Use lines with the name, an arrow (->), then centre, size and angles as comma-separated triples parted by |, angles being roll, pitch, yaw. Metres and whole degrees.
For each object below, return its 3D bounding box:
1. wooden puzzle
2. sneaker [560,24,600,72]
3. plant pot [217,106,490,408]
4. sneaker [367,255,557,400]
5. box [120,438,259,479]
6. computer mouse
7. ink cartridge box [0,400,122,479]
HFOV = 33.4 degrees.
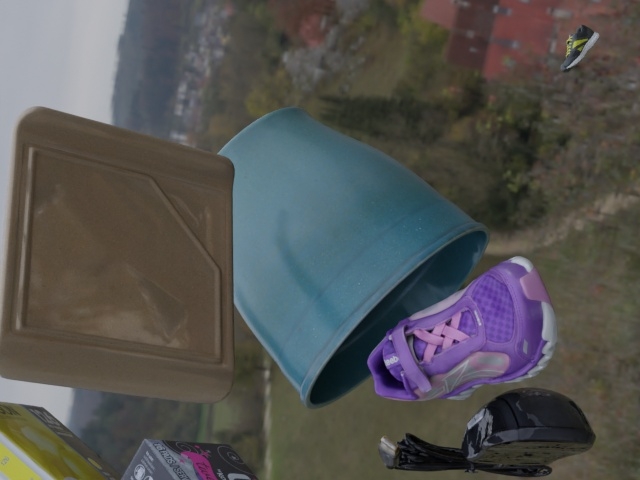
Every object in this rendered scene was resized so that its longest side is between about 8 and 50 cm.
wooden puzzle -> -0.178, 0.018, 0.951 | 0.044, 0.221, 0.238 | -25, 58, 51
sneaker -> 0.359, -0.271, 1.509 | 0.083, 0.035, 0.031 | -49, -1, -22
plant pot -> 0.000, 0.000, 1.175 | 0.272, 0.255, 0.271 | -40, -17, -15
sneaker -> 0.112, 0.089, 0.918 | 0.236, 0.105, 0.095 | 132, 128, -59
box -> -0.114, 0.352, 1.145 | 0.247, 0.142, 0.163 | 41, 105, 38
computer mouse -> 0.149, 0.180, 1.017 | 0.262, 0.184, 0.060 | 89, -177, -71
ink cartridge box -> -0.426, 0.294, 1.542 | 0.072, 0.307, 0.303 | -51, -13, -4
